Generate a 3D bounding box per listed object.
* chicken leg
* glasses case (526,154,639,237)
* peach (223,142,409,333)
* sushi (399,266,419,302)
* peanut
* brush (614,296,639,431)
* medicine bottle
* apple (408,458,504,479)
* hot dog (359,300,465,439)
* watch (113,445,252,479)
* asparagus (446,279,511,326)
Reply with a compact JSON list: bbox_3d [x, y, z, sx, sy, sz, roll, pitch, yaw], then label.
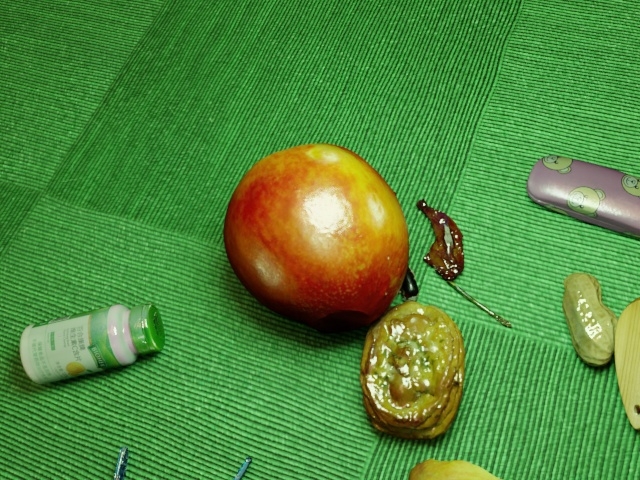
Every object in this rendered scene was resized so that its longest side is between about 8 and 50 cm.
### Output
[{"bbox_3d":[0.264,-0.007,1.451,0.093,0.053,0.205,-13,56,19],"label":"chicken leg"},{"bbox_3d":[0.602,-0.094,1.421,0.316,0.076,0.123,22,69,20],"label":"glasses case"},{"bbox_3d":[0.000,0.000,1.315,0.388,0.388,0.388,-4,62,7],"label":"peach"},{"bbox_3d":[0.182,0.089,1.411,0.044,0.046,0.083,-13,61,3],"label":"sushi"},{"bbox_3d":[0.523,0.148,1.296,0.083,0.093,0.194,13,60,-28],"label":"peanut"},{"bbox_3d":[0.644,0.218,1.202,0.166,0.266,0.174,-1,17,-23],"label":"brush"},{"bbox_3d":[-0.475,0.212,1.407,0.274,0.133,0.133,-14,61,1],"label":"medicine bottle"},{"bbox_3d":[0.250,0.471,1.088,0.226,0.246,0.246,6,63,4],"label":"apple"},{"bbox_3d":[0.181,0.240,1.289,0.196,0.122,0.272,6,65,14],"label":"hot dog"},{"bbox_3d":[-0.278,0.534,1.247,0.276,0.068,0.274,1,57,10],"label":"watch"},{"bbox_3d":[0.327,0.130,1.384,0.166,0.013,0.016,38,85,25],"label":"asparagus"}]
